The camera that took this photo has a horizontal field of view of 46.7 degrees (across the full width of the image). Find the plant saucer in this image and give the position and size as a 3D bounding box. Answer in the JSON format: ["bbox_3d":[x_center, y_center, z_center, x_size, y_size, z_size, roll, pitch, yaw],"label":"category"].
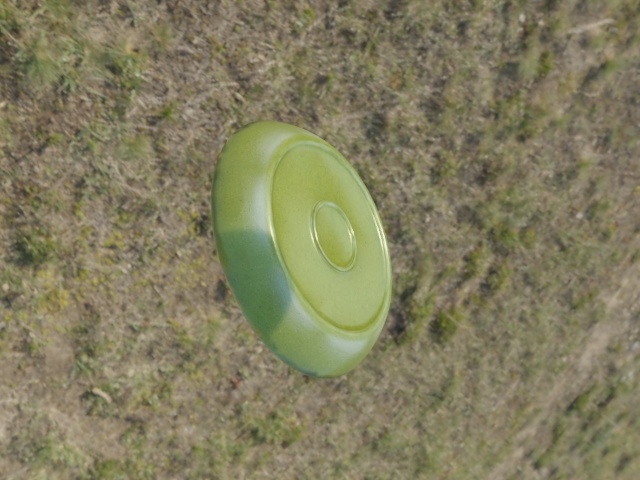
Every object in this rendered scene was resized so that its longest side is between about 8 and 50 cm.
[{"bbox_3d":[0.000,0.000,0.660,0.037,0.240,0.241,-20,151,32],"label":"plant saucer"}]
